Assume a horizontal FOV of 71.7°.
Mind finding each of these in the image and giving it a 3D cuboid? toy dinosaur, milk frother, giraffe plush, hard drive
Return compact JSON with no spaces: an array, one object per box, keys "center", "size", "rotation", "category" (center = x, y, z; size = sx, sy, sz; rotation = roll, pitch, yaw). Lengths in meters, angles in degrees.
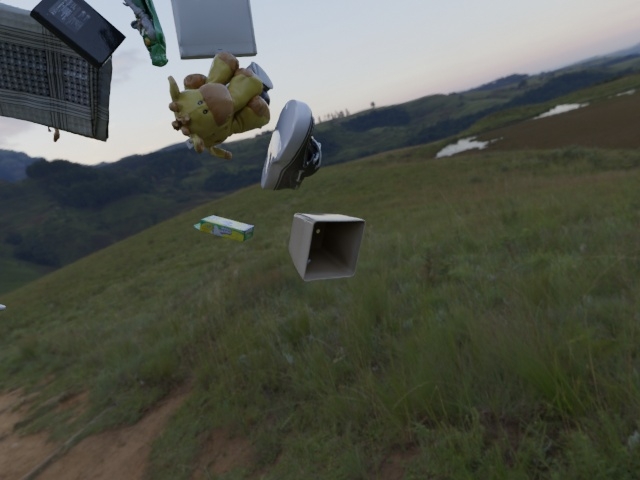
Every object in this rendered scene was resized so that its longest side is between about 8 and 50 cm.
[{"center":[-0.917,-0.439,1.496],"size":[0.064,0.211,0.112],"rotation":[-27,14,-26],"category":"toy dinosaur"},{"center":[-0.179,-0.378,1.186],"size":[0.135,0.129,0.143],"rotation":[-32,1,22],"category":"milk frother"},{"center":[-0.213,-0.250,0.838],"size":[0.210,0.181,0.170],"rotation":[-49,4,13],"category":"giraffe plush"},{"center":[-0.287,-0.639,1.153],"size":[0.203,0.307,0.040],"rotation":[-10,12,-17],"category":"hard drive"},{"center":[-0.453,-0.404,0.838],"size":[0.022,0.135,0.094],"rotation":[-11,49,48],"category":"hard drive"}]

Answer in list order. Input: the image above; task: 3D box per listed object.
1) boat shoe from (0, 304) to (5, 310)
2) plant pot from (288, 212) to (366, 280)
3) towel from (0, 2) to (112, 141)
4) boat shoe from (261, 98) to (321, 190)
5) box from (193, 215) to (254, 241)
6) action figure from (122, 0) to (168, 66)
[{"center":[-0.964,0.202,1.272],"size":[0.035,0.035,0.100],"rotation":[18,3,28],"category":"boat shoe"},{"center":[0.000,0.000,0.791],"size":[0.109,0.108,0.096],"rotation":[-3,23,-34],"category":"plant pot"},{"center":[-0.727,-0.441,1.186],"size":[0.325,0.312,0.056],"rotation":[12,30,-11],"category":"towel"},{"center":[-0.045,-0.170,0.872],"size":[0.102,0.108,0.301],"rotation":[8,-19,-14],"category":"boat shoe"},{"center":[-0.326,-0.045,1.498],"size":[0.180,0.043,0.105],"rotation":[12,13,7],"category":"box"},{"center":[-0.345,-0.443,0.861],"size":[0.064,0.232,0.137],"rotation":[-20,-7,-15],"category":"action figure"}]
